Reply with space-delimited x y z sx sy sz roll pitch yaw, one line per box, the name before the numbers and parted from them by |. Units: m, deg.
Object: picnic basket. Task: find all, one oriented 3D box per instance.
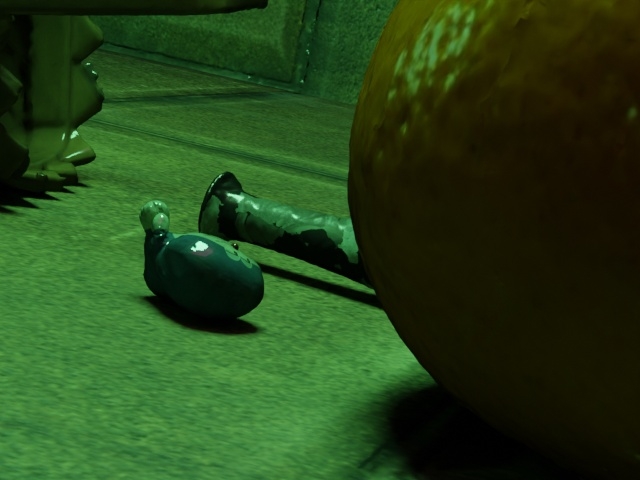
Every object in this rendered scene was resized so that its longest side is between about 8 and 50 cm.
picnic basket | -0.209 -0.180 1.252 0.321 0.291 0.254 0 7 5

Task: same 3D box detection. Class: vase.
vase | 0.000 0.000 1.135 0.167 0.059 0.059 16 10 25

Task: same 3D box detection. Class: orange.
orange | 0.223 -0.042 0.816 0.423 0.326 0.424 11 11 -2

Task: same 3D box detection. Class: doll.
doll | -0.066 0.018 0.973 0.076 0.050 0.083 27 -3 -33
